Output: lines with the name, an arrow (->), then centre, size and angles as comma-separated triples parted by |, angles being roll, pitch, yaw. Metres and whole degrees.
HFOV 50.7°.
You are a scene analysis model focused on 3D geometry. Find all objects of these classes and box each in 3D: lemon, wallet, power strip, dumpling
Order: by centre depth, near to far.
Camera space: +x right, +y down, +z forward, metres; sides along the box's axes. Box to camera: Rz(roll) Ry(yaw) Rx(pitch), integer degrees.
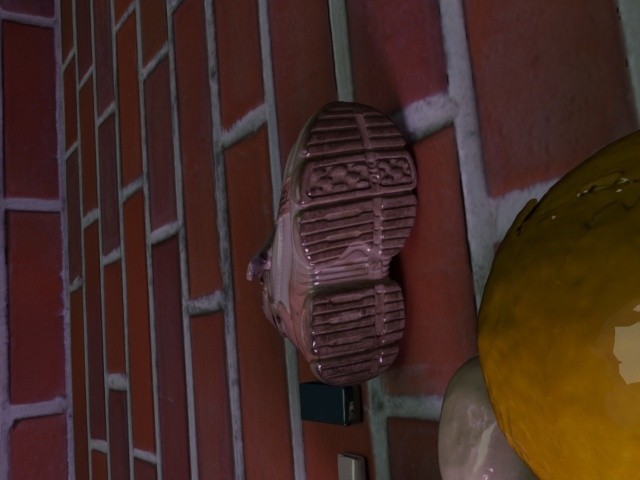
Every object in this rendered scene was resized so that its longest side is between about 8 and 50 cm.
lemon -> 0.244, 0.059, 0.401 | 0.297, 0.297, 0.297 | -1, 89, 57
dumpling -> 0.186, 0.186, 0.629 | 0.162, 0.132, 0.250 | -15, 61, 65
wallet -> 0.045, 0.361, 0.937 | 0.061, 0.025, 0.122 | -18, 75, 63
power strip -> 0.014, 0.235, 0.977 | 0.123, 0.032, 0.056 | -14, 78, 56

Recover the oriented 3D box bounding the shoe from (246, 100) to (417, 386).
shoe -> -0.003, -0.001, 0.881 | 0.198, 0.171, 0.351 | 8, 95, 60
